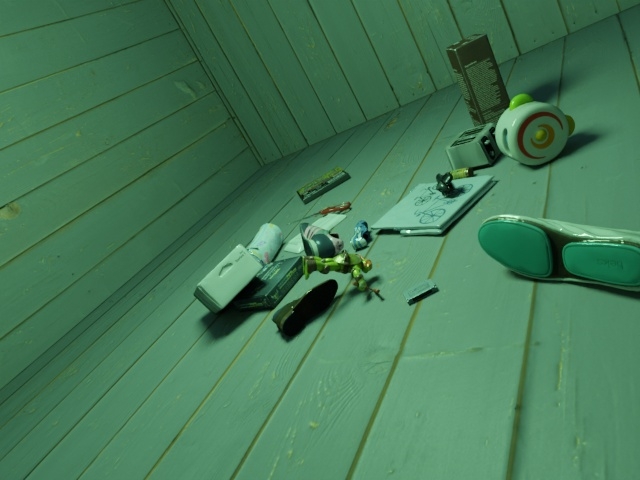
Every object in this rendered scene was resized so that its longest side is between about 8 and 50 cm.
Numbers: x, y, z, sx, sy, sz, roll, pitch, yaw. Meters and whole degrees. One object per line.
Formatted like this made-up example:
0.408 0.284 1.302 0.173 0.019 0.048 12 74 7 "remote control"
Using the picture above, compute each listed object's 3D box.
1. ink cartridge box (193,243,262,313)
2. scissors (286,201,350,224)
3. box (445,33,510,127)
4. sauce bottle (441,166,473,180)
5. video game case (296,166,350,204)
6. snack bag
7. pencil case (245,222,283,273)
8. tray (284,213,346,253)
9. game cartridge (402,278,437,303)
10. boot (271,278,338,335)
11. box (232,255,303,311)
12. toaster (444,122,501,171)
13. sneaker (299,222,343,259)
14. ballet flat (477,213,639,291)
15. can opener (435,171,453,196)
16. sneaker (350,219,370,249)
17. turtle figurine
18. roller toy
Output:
-0.331 0.143 1.759 0.201 0.117 0.278 -47 4 -20 "ink cartridge box"
-0.007 -0.114 2.145 0.297 0.021 0.109 -18 15 -4 "scissors"
0.651 -0.627 2.030 0.143 0.382 0.191 -25 19 12 "box"
0.486 -0.232 1.800 0.128 0.042 0.042 -11 27 49 "sauce bottle"
0.011 -0.297 2.665 0.274 0.035 0.248 -31 19 0 "video game case"
0.365 -0.115 1.685 0.323 0.037 0.342 -40 22 -28 "snack bag"
-0.243 0.035 2.059 0.113 0.124 0.273 -21 20 25 "pencil case"
-0.027 -0.039 2.075 0.270 0.030 0.145 -38 19 -22 "tray"
0.251 0.128 1.268 0.083 0.017 0.056 -28 23 6 "game cartridge"
-0.051 0.182 1.470 0.219 0.082 0.106 -40 24 -21 "boot"
-0.175 0.152 1.759 0.183 0.059 0.233 -12 26 41 "box"
0.564 -0.338 1.847 0.185 0.110 0.168 -8 28 48 "toaster"
0.000 0.000 1.859 0.131 0.112 0.319 -14 21 -7 "sneaker"
0.516 0.015 1.036 0.139 0.139 0.400 -37 24 -21 "ballet flat"
0.418 -0.192 1.675 0.073 0.059 0.186 -52 3 16 "can opener"
0.150 -0.021 1.741 0.059 0.053 0.144 -19 30 31 "sneaker"
0.062 0.076 1.437 0.217 0.087 0.269 0 23 -9 "turtle figurine"
0.667 -0.337 1.574 0.191 0.209 0.146 -62 12 16 "roller toy"
